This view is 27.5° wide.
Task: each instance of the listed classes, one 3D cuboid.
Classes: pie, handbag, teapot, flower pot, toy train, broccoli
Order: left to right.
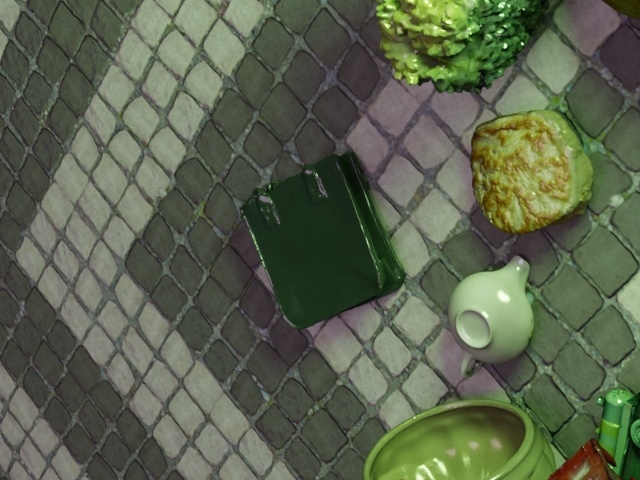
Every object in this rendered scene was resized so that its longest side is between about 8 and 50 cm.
[{"bbox_3d":[-0.001,0.001,2.212,0.247,0.079,0.260,-26,85,42],"label":"handbag"},{"bbox_3d":[0.169,-0.361,1.794,0.281,0.293,0.347,17,79,15],"label":"broccoli"},{"bbox_3d":[0.227,0.419,2.022,0.307,0.307,0.244,-5,114,41],"label":"flower pot"},{"bbox_3d":[0.257,0.129,2.031,0.145,0.092,0.226,39,128,26],"label":"teapot"},{"bbox_3d":[0.305,-0.102,1.918,0.205,0.084,0.179,-16,91,44],"label":"pie"},{"bbox_3d":[0.451,0.309,1.927,0.132,0.083,0.200,22,116,37],"label":"toy train"}]

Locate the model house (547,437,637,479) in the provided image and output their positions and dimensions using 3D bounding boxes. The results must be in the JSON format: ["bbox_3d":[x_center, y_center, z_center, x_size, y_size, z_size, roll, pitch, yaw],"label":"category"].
[{"bbox_3d":[0.354,0.437,1.791,0.160,0.196,0.254,38,105,-26],"label":"model house"}]

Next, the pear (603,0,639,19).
[{"bbox_3d":[0.435,-0.433,1.554,0.413,0.352,0.352,44,128,33],"label":"pear"}]
